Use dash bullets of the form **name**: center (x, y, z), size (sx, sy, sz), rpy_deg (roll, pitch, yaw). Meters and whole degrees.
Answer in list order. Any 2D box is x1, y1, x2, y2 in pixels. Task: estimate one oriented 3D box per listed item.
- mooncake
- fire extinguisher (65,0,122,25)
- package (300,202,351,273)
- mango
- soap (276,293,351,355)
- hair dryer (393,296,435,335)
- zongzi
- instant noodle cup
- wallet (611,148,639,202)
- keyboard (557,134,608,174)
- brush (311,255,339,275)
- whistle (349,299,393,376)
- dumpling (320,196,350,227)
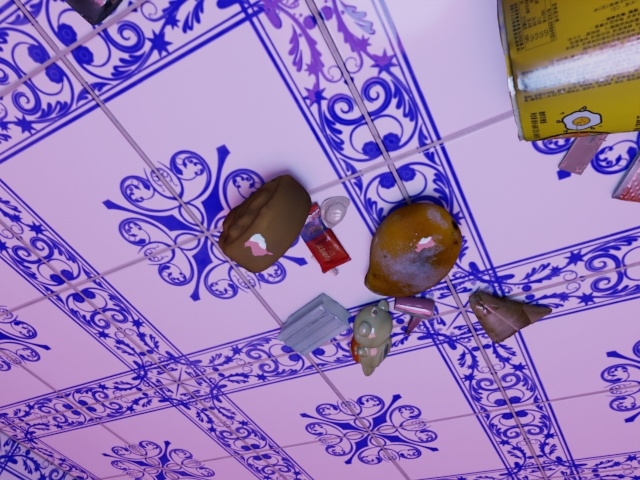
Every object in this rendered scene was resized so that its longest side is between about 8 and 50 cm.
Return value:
- **mooncake**: center (-0.123, -0.044, 1.057), size (0.117, 0.235, 0.234), rpy_deg (41, 123, -20)
- **fire extinguisher**: center (-0.467, -0.552, 0.774), size (0.376, 0.113, 0.200), rpy_deg (40, 81, -24)
- **package**: center (0.000, 0.000, 1.185), size (0.083, 0.022, 0.200), rpy_deg (-30, 125, 4)
- **mango**: center (0.202, 0.040, 1.126), size (0.192, 0.146, 0.316), rpy_deg (26, 135, -4)
- **soap**: center (-0.020, 0.241, 1.371), size (0.114, 0.063, 0.198), rpy_deg (39, 124, -20)
- **hair dryer**: center (0.249, 0.214, 1.325), size (0.106, 0.054, 0.154), rpy_deg (7, 134, 8)
- **zongzi**: center (0.484, 0.169, 1.240), size (0.176, 0.078, 0.160), rpy_deg (-30, 120, 16)
- **instant noodle cup**: center (0.414, -0.295, 0.727), size (0.254, 0.326, 0.326), rpy_deg (-9, 128, 25)
- **wallet**: center (0.680, -0.159, 0.972), size (0.103, 0.020, 0.197), rpy_deg (8, 128, -5)
- **keyboard**: center (0.536, -0.206, 0.958), size (0.055, 0.017, 0.166), rpy_deg (16, 130, 0)
- **brush**: center (0.012, 0.062, 1.253), size (0.083, 0.013, 0.016), rpy_deg (36, 121, -12)
- **whistle**: center (0.140, 0.281, 1.350), size (0.106, 0.131, 0.289), rpy_deg (26, 138, 26)
- **dumpling**: center (0.029, -0.068, 1.126), size (0.059, 0.043, 0.077), rpy_deg (39, 131, 1)
